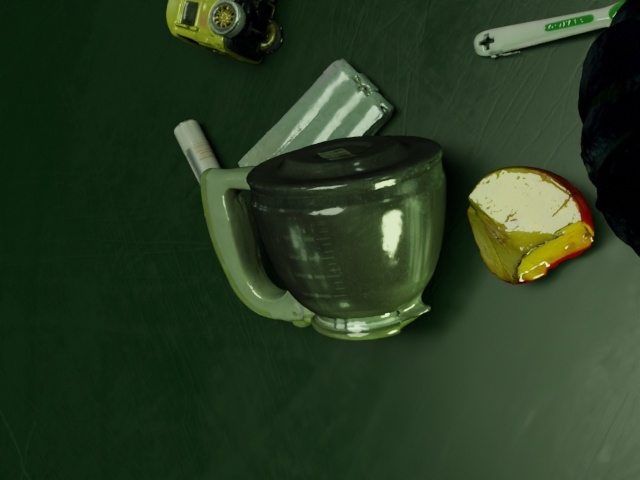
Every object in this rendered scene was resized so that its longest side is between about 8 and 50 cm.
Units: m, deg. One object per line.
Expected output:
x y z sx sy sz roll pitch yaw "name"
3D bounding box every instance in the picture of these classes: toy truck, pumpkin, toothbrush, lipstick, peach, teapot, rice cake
-0.127 -0.390 1.622 0.157 0.124 0.272 14 92 28 "toy truck"
0.440 -0.121 1.203 0.363 0.266 0.363 -3 75 12 "pumpkin"
0.377 -0.269 1.400 0.418 0.040 0.042 -7 80 32 "toothbrush"
-0.161 -0.103 1.663 0.040 0.040 0.141 -34 72 21 "lipstick"
0.248 -0.028 1.399 0.151 0.118 0.151 38 141 40 "peach"
0.002 0.006 1.455 0.321 0.239 0.239 -6 106 8 "teapot"
-0.005 -0.138 1.585 0.124 0.038 0.211 47 106 23 "rice cake"
